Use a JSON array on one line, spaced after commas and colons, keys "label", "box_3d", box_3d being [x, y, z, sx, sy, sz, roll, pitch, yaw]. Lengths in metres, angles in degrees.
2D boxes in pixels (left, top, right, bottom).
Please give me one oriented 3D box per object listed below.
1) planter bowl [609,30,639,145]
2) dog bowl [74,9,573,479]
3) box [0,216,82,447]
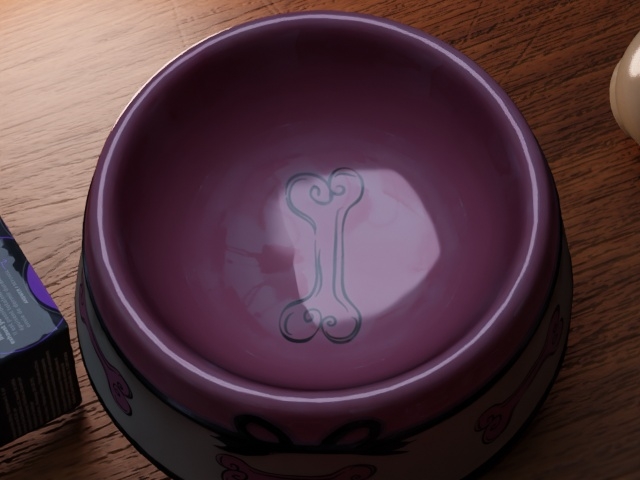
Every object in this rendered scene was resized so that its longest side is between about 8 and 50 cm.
[{"label": "planter bowl", "box_3d": [0.334, -0.139, 1.286, 0.162, 0.162, 0.109, -34, 13, -22]}, {"label": "dog bowl", "box_3d": [0.000, 0.000, 1.083, 0.408, 0.150, 0.408, -1, 63, 1]}, {"label": "box", "box_3d": [-0.359, 0.109, 1.174, 0.270, 0.143, 0.165, -26, 61, -21]}]
